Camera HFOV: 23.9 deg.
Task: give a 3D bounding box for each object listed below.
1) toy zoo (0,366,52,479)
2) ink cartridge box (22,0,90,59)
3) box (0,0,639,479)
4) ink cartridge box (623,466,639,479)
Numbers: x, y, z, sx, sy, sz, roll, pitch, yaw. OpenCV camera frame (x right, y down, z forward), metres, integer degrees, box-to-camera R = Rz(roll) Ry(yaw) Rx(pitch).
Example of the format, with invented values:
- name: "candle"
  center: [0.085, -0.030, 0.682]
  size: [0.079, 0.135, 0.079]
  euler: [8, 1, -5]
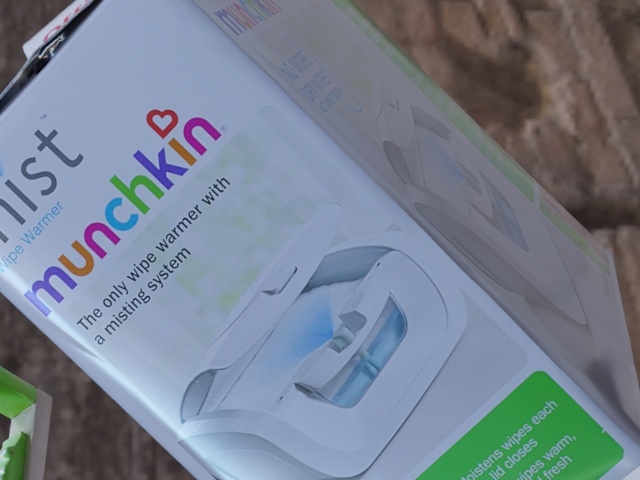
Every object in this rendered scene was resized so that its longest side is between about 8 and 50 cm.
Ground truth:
- name: "toy zoo"
  center: [-0.293, 0.109, 0.941]
  size: [0.030, 0.293, 0.192]
  euler: [-33, 38, 26]
- name: "ink cartridge box"
  center: [-0.069, -0.097, 0.854]
  size: [0.092, 0.158, 0.218]
  euler: [49, -178, -30]
- name: "box"
  center: [0.000, 0.000, 0.610]
  size: [0.127, 0.231, 0.262]
  euler: [-44, 3, 15]
- name: "ink cartridge box"
  center: [0.326, 0.237, 0.925]
  size: [0.395, 0.285, 0.166]
  euler: [-37, 6, 25]
